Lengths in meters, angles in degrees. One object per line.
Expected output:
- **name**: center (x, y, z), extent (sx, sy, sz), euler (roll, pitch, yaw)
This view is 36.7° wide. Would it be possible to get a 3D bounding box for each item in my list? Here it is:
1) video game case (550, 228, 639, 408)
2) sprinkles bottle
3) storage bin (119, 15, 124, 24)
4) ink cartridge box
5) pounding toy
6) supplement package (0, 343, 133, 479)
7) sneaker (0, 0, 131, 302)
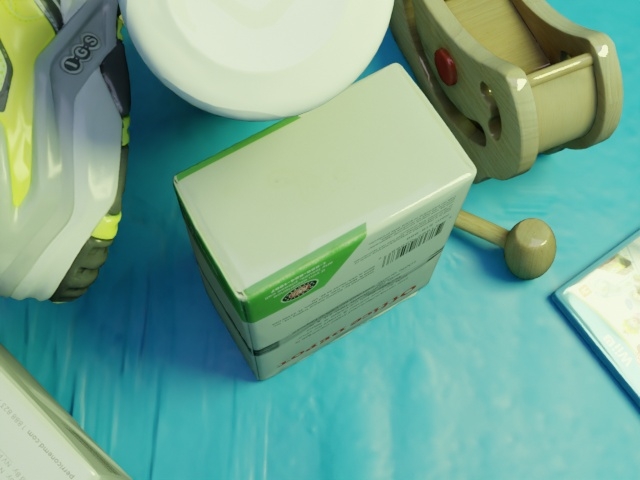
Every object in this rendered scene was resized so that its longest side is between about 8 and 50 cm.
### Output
- **video game case**: center (0.272, 0.040, 0.717), extent (0.166, 0.015, 0.119), euler (-34, 77, -12)
- **sprinkles bottle**: center (-0.041, -0.136, 0.578), extent (0.121, 0.355, 0.121), euler (-1, 99, -5)
- **storage bin**: center (-0.271, -0.243, 0.729), extent (0.262, 0.123, 0.260), euler (21, 73, 5)
- **ink cartridge box**: center (0.000, 0.000, 0.618), extent (0.153, 0.208, 0.086), euler (-29, 73, -12)
- **pounding toy**: center (0.102, -0.107, 0.684), extent (0.155, 0.154, 0.269), euler (-22, 74, -9)
- **supplement package**: center (-0.279, 0.187, 0.559), extent (0.175, 0.177, 0.293), euler (44, 76, 8)
- **sneaker**: center (-0.189, -0.160, 0.549), extent (0.147, 0.145, 0.384), euler (6, 69, -27)
